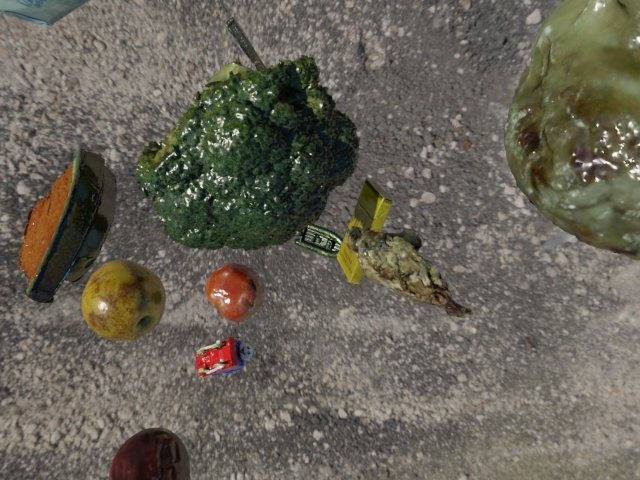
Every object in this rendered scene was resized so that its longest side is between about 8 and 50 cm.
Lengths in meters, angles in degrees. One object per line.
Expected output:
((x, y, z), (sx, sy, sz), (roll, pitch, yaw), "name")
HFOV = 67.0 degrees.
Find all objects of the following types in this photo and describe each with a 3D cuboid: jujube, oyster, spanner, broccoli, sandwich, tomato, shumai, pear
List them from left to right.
((-0.400, -0.013, 0.766), (0.079, 0.159, 0.235), (30, 47, -46), "sandwich")
((-0.660, 0.200, 1.627), (0.280, 0.280, 0.281), (-1, 98, -10), "pear")
((-0.469, 0.681, 1.341), (0.222, 0.318, 0.223), (-12, 124, -19), "jujube")
((-0.304, 0.178, 1.755), (0.188, 0.232, 0.232), (-42, 102, 0), "tomato")
((-0.095, -0.124, 0.693), (0.321, 0.284, 0.303), (-31, 148, 25), "broccoli")
((-0.194, -0.551, 1.468), (0.093, 0.325, 0.026), (-17, 66, 14), "spanner")
((0.149, 0.055, 0.862), (0.092, 0.198, 0.260), (-48, 116, -11), "oyster")
((0.426, -0.208, 0.526), (0.394, 0.348, 0.396), (2, 57, -3), "shumai")

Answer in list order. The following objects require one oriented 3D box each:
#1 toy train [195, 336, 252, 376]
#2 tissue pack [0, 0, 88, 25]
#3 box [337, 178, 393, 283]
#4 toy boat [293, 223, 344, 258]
((-0.278, 0.338, 1.401), (0.131, 0.203, 0.083), (7, 65, -41), "toy train")
((-0.226, -0.318, 0.427), (0.089, 0.263, 0.177), (-1, 94, -51), "tissue pack")
((0.126, -0.027, 1.438), (0.040, 0.153, 0.279), (11, 113, -19), "box")
((0.000, 0.000, 1.743), (0.210, 0.052, 0.104), (23, 106, 11), "toy boat")
